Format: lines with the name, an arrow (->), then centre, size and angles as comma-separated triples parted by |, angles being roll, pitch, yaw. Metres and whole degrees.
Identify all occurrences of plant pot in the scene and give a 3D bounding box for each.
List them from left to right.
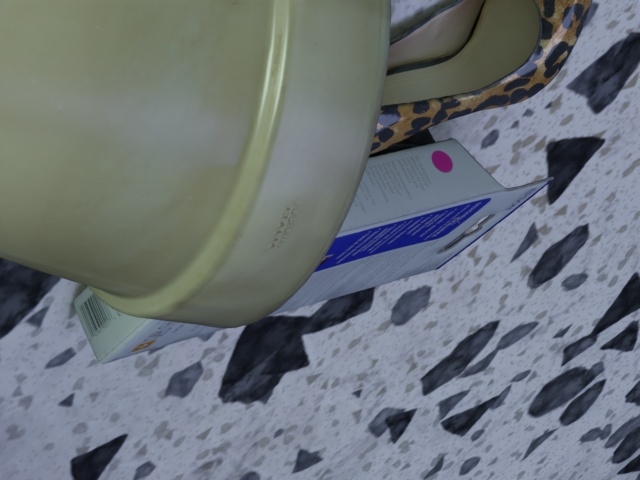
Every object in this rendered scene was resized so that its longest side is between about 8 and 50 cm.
plant pot -> -0.162, -0.116, 1.088 | 0.280, 0.323, 0.323 | 3, 129, -32

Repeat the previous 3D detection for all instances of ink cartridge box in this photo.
ink cartridge box -> 0.000, 0.000, 1.570 | 0.371, 0.069, 0.176 | -12, 161, -39

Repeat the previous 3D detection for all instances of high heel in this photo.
high heel -> 0.103, -0.154, 1.521 | 0.261, 0.093, 0.186 | -45, 155, 20
